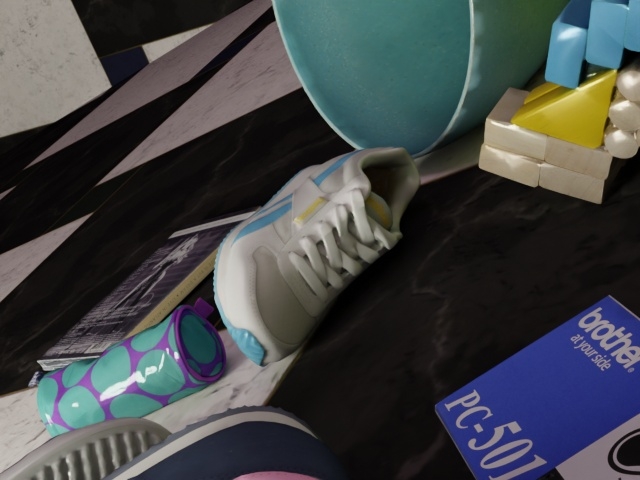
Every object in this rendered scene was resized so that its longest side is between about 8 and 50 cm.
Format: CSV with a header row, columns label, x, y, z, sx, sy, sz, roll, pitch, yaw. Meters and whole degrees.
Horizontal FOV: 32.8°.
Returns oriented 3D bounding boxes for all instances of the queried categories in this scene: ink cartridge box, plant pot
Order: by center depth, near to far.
label,x,y,z,sx,sy,sz,roll,pitch,yaw
ink cartridge box,0.117,0.094,0.401,0.097,0.046,0.207,-33,17,2
plant pot,0.111,-0.234,0.944,0.195,0.290,0.290,-20,10,-27

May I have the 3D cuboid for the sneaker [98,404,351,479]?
label,x,y,z,sx,sy,sz,roll,pitch,yaw
sneaker,-0.118,0.191,0.465,0.319,0.112,0.131,-38,15,-8

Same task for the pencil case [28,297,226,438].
label,x,y,z,sx,sy,sz,roll,pitch,yaw
pencil case,-0.145,0.102,0.821,0.152,0.064,0.070,-26,36,25

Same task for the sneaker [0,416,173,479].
label,x,y,z,sx,sy,sz,roll,pitch,yaw
sneaker,-0.208,0.197,0.636,0.282,0.102,0.161,-40,15,-15

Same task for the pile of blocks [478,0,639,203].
label,x,y,z,sx,sy,sz,roll,pitch,yaw
pile of blocks,0.239,-0.135,0.607,0.362,0.149,0.112,-17,25,45

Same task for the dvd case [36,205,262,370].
label,x,y,z,sx,sy,sz,roll,pitch,yaw
dvd case,-0.167,0.048,1.075,0.164,0.018,0.221,-12,29,53

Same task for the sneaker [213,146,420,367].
label,x,y,z,sx,sy,sz,roll,pitch,yaw
sneaker,0.000,0.000,0.792,0.092,0.087,0.228,-19,25,36
